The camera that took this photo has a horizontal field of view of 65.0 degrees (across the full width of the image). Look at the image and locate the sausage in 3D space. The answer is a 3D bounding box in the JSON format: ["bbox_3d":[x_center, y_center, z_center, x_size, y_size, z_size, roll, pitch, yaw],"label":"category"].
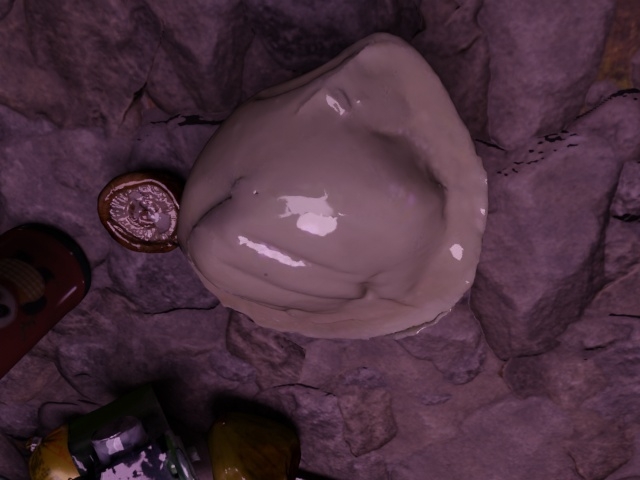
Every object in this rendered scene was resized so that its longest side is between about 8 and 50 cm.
[{"bbox_3d":[-0.366,0.448,0.894,0.123,0.123,0.347,-37,107,24],"label":"sausage"}]

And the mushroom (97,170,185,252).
[{"bbox_3d":[-0.225,-0.038,0.653,0.123,0.052,0.123,-1,118,-1],"label":"mushroom"}]

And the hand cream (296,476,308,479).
[{"bbox_3d":[-0.008,0.589,0.933,0.186,0.118,0.358,17,112,4],"label":"hand cream"}]

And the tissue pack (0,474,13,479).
[{"bbox_3d":[-0.517,0.528,0.897,0.201,0.124,0.271,24,145,15],"label":"tissue pack"}]

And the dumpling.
[{"bbox_3d":[0.000,0.000,0.541,0.395,0.233,0.315,-34,102,34],"label":"dumpling"}]

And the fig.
[{"bbox_3d":[-0.114,0.347,0.792,0.154,0.144,0.165,-43,91,3],"label":"fig"}]

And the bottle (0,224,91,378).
[{"bbox_3d":[-0.427,0.116,0.605,0.144,0.336,0.144,4,120,7],"label":"bottle"}]

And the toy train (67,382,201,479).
[{"bbox_3d":[-0.256,0.384,0.744,0.173,0.249,0.307,-24,102,-24],"label":"toy train"}]
